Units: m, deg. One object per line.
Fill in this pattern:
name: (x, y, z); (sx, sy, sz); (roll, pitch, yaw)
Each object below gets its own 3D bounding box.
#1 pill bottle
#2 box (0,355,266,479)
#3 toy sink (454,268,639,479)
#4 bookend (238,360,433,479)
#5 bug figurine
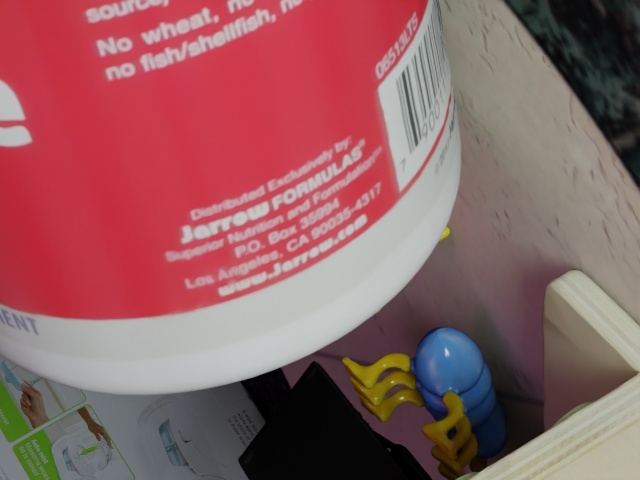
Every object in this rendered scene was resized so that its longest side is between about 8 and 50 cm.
pill bottle: (-0.088, -0.158, 0.588); (0.229, 0.229, 0.407); (44, 157, 45)
box: (-0.165, 0.187, 1.406); (0.262, 0.231, 0.127); (53, 162, 24)
toy sink: (0.119, 0.153, 0.666); (0.234, 0.131, 0.153); (49, 160, 36)
bookend: (0.056, 0.158, 0.885); (0.157, 0.072, 0.156); (35, -175, -27)
bug figurine: (0.000, 0.000, 0.866); (0.279, 0.072, 0.216); (40, 161, 40)
